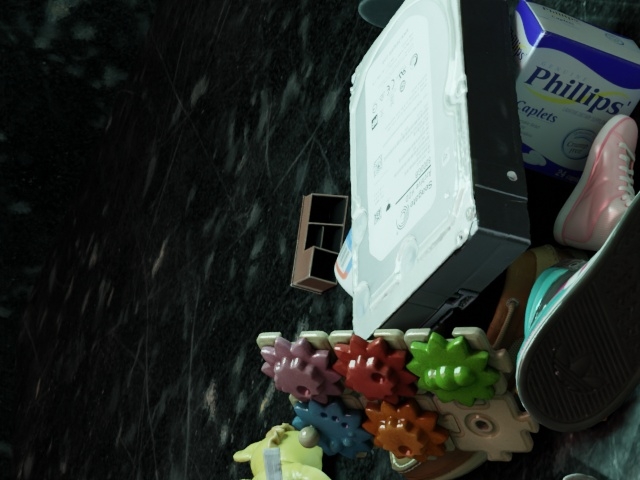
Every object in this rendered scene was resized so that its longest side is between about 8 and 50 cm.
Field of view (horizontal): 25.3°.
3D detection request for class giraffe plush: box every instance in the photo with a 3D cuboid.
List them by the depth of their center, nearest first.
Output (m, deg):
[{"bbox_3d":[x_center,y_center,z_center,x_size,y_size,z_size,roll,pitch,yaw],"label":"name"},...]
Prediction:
[{"bbox_3d":[-0.050,0.298,1.698,0.170,0.181,0.210,-71,-6,-68],"label":"giraffe plush"}]

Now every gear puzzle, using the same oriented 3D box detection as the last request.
[{"bbox_3d":[0.105,0.154,1.309,0.339,0.175,0.044,-4,39,31],"label":"gear puzzle"}]

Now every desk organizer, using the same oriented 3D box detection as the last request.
[{"bbox_3d":[0.000,0.000,1.902,0.050,0.047,0.130,-28,50,59],"label":"desk organizer"}]

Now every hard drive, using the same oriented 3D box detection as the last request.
[{"bbox_3d":[0.101,-0.086,1.350,0.237,0.064,0.339,130,146,-51],"label":"hard drive"}]

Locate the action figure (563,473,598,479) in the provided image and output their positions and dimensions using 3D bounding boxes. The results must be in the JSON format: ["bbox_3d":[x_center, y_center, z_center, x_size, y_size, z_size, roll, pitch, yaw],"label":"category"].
[{"bbox_3d":[0.249,0.213,1.022,0.164,0.141,0.276,19,90,67],"label":"action figure"}]

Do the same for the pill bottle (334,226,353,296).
[{"bbox_3d":[0.111,-0.035,1.548,0.221,0.124,0.124,-65,23,22],"label":"pill bottle"}]

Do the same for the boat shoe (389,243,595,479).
[{"bbox_3d":[0.142,0.112,1.375,0.324,0.120,0.122,-57,28,37],"label":"boat shoe"}]

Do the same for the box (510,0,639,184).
[{"bbox_3d":[0.220,-0.138,1.347,0.072,0.126,0.137,-105,36,-55],"label":"box"}]

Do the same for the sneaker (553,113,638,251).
[{"bbox_3d":[0.269,-0.047,1.282,0.070,0.051,0.134,20,76,40],"label":"sneaker"}]

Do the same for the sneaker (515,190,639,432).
[{"bbox_3d":[0.266,0.028,1.145,0.295,0.124,0.178,-46,-3,1],"label":"sneaker"}]

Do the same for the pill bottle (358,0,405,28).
[{"bbox_3d":[0.106,-0.384,1.802,0.123,0.123,0.219,-28,51,62],"label":"pill bottle"}]
